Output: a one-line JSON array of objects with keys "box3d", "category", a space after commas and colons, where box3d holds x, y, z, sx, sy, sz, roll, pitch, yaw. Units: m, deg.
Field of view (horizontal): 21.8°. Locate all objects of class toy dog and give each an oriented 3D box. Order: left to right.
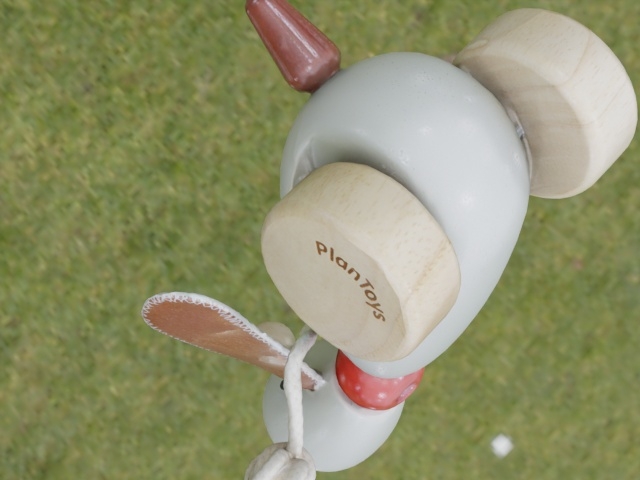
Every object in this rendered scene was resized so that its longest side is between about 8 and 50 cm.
[{"box3d": [0.000, 0.000, 0.789, 0.220, 0.161, 0.333, -33, 164, -48], "category": "toy dog"}]
